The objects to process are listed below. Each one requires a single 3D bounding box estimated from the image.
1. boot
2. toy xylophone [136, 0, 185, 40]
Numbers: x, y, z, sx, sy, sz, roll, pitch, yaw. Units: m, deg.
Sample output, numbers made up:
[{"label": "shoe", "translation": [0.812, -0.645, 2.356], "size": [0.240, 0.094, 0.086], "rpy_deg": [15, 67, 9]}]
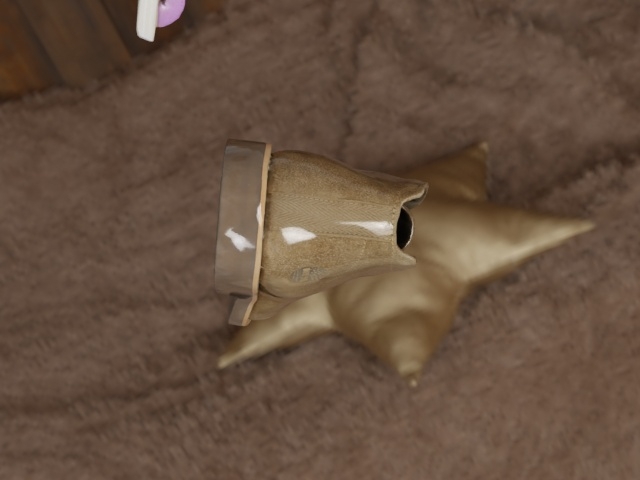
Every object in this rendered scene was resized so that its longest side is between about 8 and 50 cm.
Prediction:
[{"label": "boot", "translation": [0.000, 0.000, 0.879], "size": [0.115, 0.112, 0.305], "rpy_deg": [4, -2, -2]}, {"label": "toy xylophone", "translation": [-0.194, -0.169, 0.549], "size": [0.236, 0.323, 0.081], "rpy_deg": [-83, 19, -56]}]
